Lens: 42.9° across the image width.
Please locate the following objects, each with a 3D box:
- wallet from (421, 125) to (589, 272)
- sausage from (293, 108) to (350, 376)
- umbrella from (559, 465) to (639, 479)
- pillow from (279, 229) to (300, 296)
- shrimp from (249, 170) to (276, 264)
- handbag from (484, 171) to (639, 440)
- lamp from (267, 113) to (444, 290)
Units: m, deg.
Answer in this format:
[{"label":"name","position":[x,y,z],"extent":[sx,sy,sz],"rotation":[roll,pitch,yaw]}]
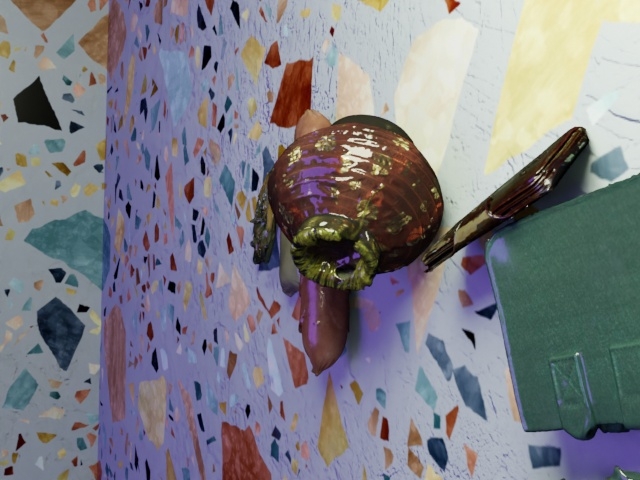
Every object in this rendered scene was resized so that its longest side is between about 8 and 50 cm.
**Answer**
[{"label":"wallet","position":[0.204,-0.043,0.934],"extent":[0.031,0.122,0.232],"rotation":[48,142,1]},{"label":"sausage","position":[0.002,0.000,1.317],"extent":[0.088,0.087,0.434],"rotation":[-15,75,60]},{"label":"umbrella","position":[0.340,0.289,0.704],"extent":[0.348,0.094,0.143],"rotation":[14,109,62]},{"label":"pillow","position":[-0.036,-0.005,1.421],"extent":[0.119,0.053,0.208],"rotation":[-5,82,59]},{"label":"shrimp","position":[-0.102,-0.023,1.511],"extent":[0.150,0.051,0.217],"rotation":[-98,17,-52]},{"label":"handbag","position":[0.306,0.065,0.773],"extent":[0.326,0.089,0.239],"rotation":[-25,69,57]},{"label":"lamp","position":[0.044,-0.049,1.094],"extent":[0.247,0.246,0.247],"rotation":[0,90,61]}]
